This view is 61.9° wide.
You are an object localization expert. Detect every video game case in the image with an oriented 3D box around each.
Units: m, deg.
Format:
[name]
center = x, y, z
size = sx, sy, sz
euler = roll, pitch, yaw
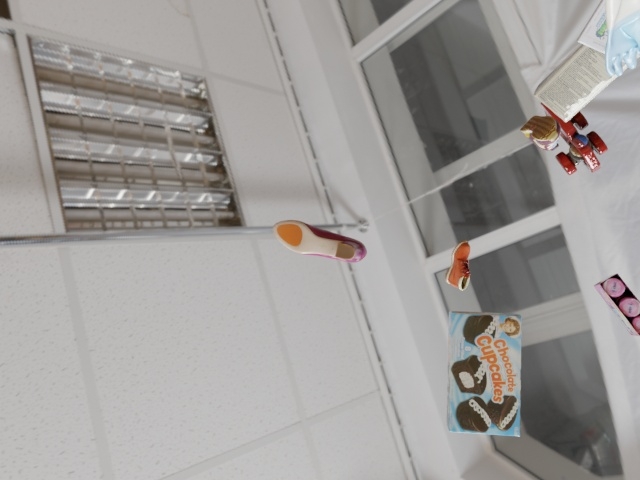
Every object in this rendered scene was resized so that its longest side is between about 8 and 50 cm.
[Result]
[video game case]
center = 0.750, -0.545, 1.332
size = 0.143, 0.157, 0.019
euler = 22, -148, -3

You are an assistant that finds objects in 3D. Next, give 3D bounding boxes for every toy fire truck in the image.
[toy fire truck]
center = 0.956, -0.396, 2.041
size = 0.254, 0.169, 0.302
euler = 8, -131, -59

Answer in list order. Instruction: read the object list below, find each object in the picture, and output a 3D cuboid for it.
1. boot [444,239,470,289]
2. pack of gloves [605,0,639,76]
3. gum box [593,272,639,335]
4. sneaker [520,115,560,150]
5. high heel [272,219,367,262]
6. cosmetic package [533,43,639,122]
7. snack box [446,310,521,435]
[boot]
center = 0.458, 0.081, 1.712
size = 0.059, 0.158, 0.084
euler = 2, -158, -23
[pack of gloves]
center = 0.521, -0.352, 0.795
size = 0.046, 0.195, 0.232
euler = 59, -169, 32
[gum box]
center = 0.893, 0.192, 1.561
size = 0.188, 0.062, 0.107
euler = 58, -168, 16
[sneaker]
center = 0.569, -0.262, 1.332
size = 0.084, 0.069, 0.185
euler = 38, -161, -10
[high heel]
center = 0.000, 0.000, 1.384
size = 0.117, 0.244, 0.082
euler = 2, -81, -69
[cosmetic package]
center = 0.860, -0.550, 1.724
size = 0.153, 0.296, 0.129
euler = 42, -137, -1
[snack box]
center = 0.443, 0.357, 1.452
size = 0.060, 0.187, 0.321
euler = 30, -118, -83
